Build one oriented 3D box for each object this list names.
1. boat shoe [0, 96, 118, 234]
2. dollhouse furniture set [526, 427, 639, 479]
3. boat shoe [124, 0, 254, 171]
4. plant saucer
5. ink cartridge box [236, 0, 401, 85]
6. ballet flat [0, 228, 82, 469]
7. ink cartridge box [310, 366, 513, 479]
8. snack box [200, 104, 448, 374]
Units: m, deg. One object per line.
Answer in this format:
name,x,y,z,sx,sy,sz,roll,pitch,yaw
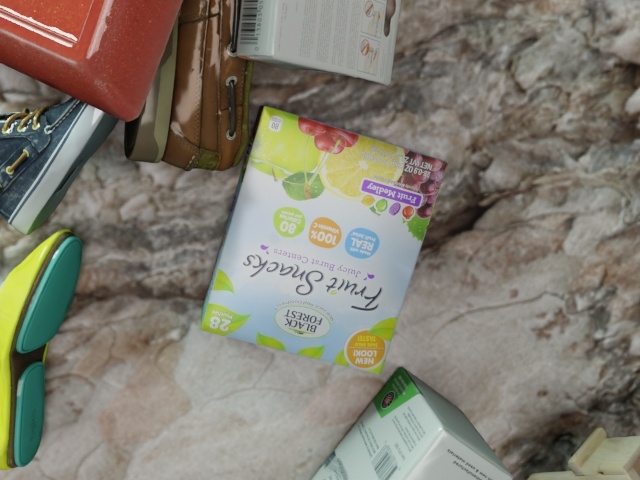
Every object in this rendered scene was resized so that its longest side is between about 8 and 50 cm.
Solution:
boat shoe,-0.234,-0.089,0.605,0.083,0.065,0.183,40,116,-9
dollhouse furniture set,0.430,0.249,0.779,0.355,0.174,0.303,-35,89,-30
boat shoe,-0.092,-0.212,0.613,0.104,0.110,0.308,6,106,-25
plant saucer,-0.204,-0.255,0.546,0.259,0.047,0.259,26,99,21
ink cartridge box,0.008,-0.214,0.614,0.045,0.179,0.146,12,100,33
ballet flat,-0.278,0.094,0.651,0.077,0.077,0.231,16,99,7
ink cartridge box,0.059,0.243,0.674,0.086,0.153,0.208,37,94,-12
snack box,0.000,0.000,0.668,0.174,0.070,0.207,15,99,-10
